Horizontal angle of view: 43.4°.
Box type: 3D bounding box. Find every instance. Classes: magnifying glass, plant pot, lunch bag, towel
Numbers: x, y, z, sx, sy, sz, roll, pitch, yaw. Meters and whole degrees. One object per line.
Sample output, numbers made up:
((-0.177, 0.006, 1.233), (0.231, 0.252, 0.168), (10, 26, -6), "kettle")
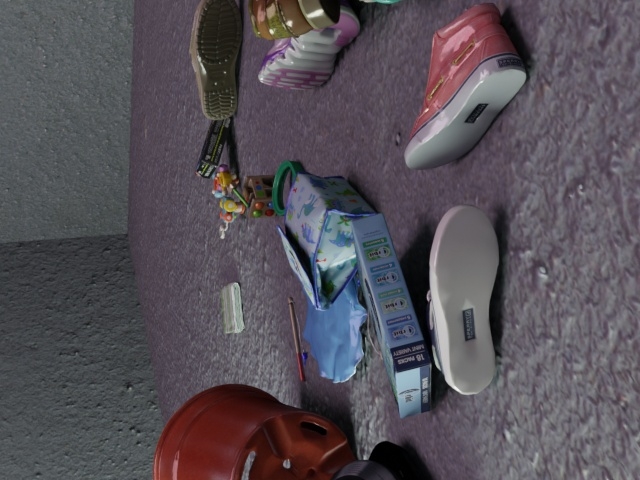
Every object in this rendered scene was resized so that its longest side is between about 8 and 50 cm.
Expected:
((-0.029, -0.073, 1.270), (0.231, 0.026, 0.092), (-152, 71, -67), "magnifying glass")
((-0.090, 0.358, 1.239), (0.265, 0.272, 0.272), (-20, 76, 62), "plant pot")
((0.000, 0.000, 1.087), (0.129, 0.096, 0.151), (-124, 43, -55), "lunch bag")
((-0.202, 0.155, 1.835), (0.152, 0.023, 0.113), (154, 112, -72), "towel")

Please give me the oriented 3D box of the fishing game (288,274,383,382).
((0.023, 0.110, 1.161), (0.264, 0.041, 0.189), (-38, 59, 58), "fishing game")

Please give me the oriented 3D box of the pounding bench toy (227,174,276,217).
((-0.121, -0.076, 1.450), (0.052, 0.083, 0.065), (111, 149, -50), "pounding bench toy")

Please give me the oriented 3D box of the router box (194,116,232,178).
((-0.231, -0.204, 1.735), (0.092, 0.038, 0.122), (145, 141, -67), "router box")

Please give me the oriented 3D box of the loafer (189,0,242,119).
((-0.220, -0.379, 1.632), (0.092, 0.102, 0.268), (-128, 37, -47), "loafer")

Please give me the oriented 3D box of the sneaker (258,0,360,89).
((-0.019, -0.291, 1.116), (0.236, 0.095, 0.104), (144, 125, -61), "sneaker")

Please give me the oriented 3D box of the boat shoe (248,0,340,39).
((-0.041, -0.386, 1.007), (0.111, 0.104, 0.307), (48, -143, -50), "boat shoe")

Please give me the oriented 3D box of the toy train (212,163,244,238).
((-0.197, -0.093, 1.726), (0.125, 0.046, 0.166), (114, 149, -56), "toy train")

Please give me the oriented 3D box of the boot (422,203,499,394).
((0.128, 0.052, 0.798), (0.086, 0.069, 0.190), (-138, 44, -69), "boot")

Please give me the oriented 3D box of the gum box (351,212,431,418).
((0.080, 0.088, 0.907), (0.157, 0.041, 0.184), (78, 177, -61), "gum box")

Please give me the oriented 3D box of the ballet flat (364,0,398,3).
((0.057, -0.325, 0.912), (0.087, 0.083, 0.247), (89, 169, -54), "ballet flat")

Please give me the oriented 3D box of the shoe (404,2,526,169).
((0.128, -0.143, 0.772), (0.178, 0.063, 0.081), (128, 135, -55), "shoe")

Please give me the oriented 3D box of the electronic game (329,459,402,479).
((0.045, 0.378, 0.955), (0.229, 0.048, 0.229), (-37, 45, 48), "electronic game")

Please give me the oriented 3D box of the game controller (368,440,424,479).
((0.115, 0.383, 0.919), (0.319, 0.067, 0.166), (-124, 35, -53), "game controller")
